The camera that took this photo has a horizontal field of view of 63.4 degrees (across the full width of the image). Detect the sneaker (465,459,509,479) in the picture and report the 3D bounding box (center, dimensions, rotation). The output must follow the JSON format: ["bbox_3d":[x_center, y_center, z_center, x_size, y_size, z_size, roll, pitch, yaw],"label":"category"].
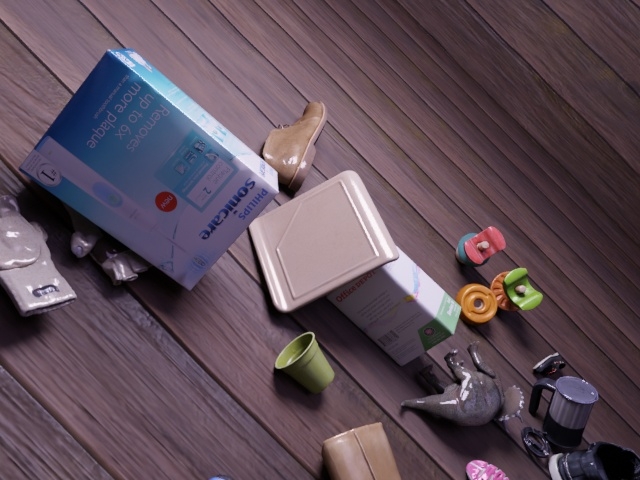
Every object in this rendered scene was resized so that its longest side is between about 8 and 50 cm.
[{"bbox_3d":[0.335,0.481,0.951,0.170,0.074,0.063,36,53,24],"label":"sneaker"}]

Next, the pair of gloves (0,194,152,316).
[{"bbox_3d":[-0.375,0.003,0.755,0.204,0.042,0.240,46,32,10],"label":"pair of gloves"}]

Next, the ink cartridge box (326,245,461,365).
[{"bbox_3d":[0.141,0.120,1.015,0.212,0.154,0.093,41,39,-4],"label":"ink cartridge box"}]

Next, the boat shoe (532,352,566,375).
[{"bbox_3d":[0.580,0.316,1.309,0.133,0.049,0.042,2,48,-45],"label":"boat shoe"}]

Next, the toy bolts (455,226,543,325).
[{"bbox_3d":[0.404,0.097,1.321,0.218,0.158,0.228,-25,83,-7],"label":"toy bolts"}]

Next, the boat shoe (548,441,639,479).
[{"bbox_3d":[0.658,0.511,1.156,0.340,0.113,0.127,20,46,-28],"label":"boat shoe"}]

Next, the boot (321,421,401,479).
[{"bbox_3d":[0.056,0.419,0.744,0.236,0.089,0.269,10,50,-48],"label":"boot"}]

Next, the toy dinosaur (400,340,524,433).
[{"bbox_3d":[0.296,0.301,1.023,0.314,0.121,0.160,6,40,-43],"label":"toy dinosaur"}]

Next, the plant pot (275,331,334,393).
[{"bbox_3d":[-0.019,0.211,0.867,0.079,0.083,0.083,51,38,-12],"label":"plant pot"}]

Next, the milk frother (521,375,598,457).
[{"bbox_3d":[0.513,0.384,1.121,0.129,0.134,0.143,13,28,21],"label":"milk frother"}]

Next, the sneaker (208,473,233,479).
[{"bbox_3d":[-0.172,0.390,0.502,0.147,0.129,0.330,23,57,1],"label":"sneaker"}]

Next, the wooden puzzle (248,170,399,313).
[{"bbox_3d":[0.000,0.000,0.967,0.044,0.239,0.221,59,7,-57],"label":"wooden puzzle"}]

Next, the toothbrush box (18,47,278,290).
[{"bbox_3d":[-0.241,-0.104,0.783,0.295,0.216,0.126,40,13,-19],"label":"toothbrush box"}]

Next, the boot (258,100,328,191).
[{"bbox_3d":[-0.061,-0.247,1.206,0.115,0.112,0.305,24,45,-8],"label":"boot"}]
